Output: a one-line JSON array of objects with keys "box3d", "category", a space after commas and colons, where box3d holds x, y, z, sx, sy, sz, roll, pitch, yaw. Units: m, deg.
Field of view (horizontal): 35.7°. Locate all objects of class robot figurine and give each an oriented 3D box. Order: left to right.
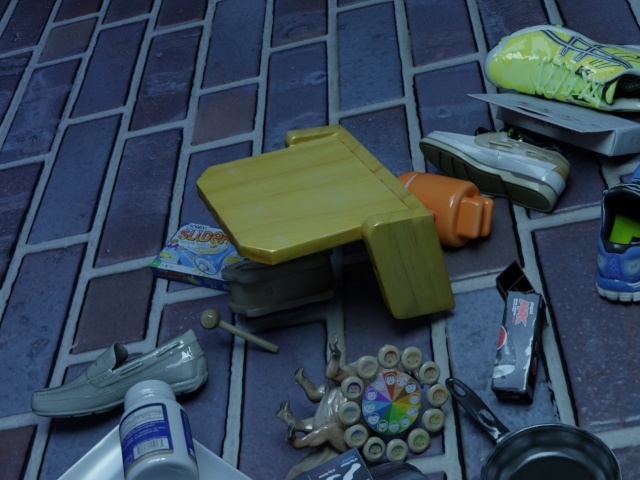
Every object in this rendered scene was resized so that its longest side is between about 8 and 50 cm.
[{"box3d": [0.214, -0.060, 1.861, 0.219, 0.128, 0.158, 15, 53, 33], "category": "robot figurine"}]

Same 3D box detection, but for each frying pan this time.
[{"box3d": [0.276, 0.330, 1.444, 0.326, 0.053, 0.197, 16, 51, 38], "category": "frying pan"}]

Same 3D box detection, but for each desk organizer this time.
[{"box3d": [0.340, 0.094, 1.689, 0.047, 0.050, 0.130, -20, 39, -1], "category": "desk organizer"}]

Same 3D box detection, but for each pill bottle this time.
[{"box3d": [-0.257, 0.312, 1.552, 0.112, 0.112, 0.187, -20, 39, -1], "category": "pill bottle"}]

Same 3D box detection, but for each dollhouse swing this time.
[{"box3d": [0.000, 0.000, 1.727, 0.304, 0.315, 0.347, -28, 40, -10], "category": "dollhouse swing"}]

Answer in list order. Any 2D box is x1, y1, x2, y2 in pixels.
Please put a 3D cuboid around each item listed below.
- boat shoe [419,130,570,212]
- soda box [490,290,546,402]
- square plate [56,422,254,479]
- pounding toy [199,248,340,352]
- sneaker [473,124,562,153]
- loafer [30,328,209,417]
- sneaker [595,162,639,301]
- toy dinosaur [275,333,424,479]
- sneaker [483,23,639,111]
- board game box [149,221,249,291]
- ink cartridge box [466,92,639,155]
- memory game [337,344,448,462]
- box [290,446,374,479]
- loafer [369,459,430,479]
[{"box3d": [0.337, -0.154, 1.922, 0.302, 0.113, 0.103, 27, 70, 28], "category": "boat shoe"}, {"box3d": [0.314, 0.167, 1.571, 0.060, 0.053, 0.169, 3, 64, 25], "category": "soda box"}, {"box3d": [-0.296, 0.448, 1.537, 0.344, 0.049, 0.347, 24, 55, 41], "category": "square plate"}, {"box3d": [-0.092, 0.112, 1.828, 0.269, 0.155, 0.154, -13, 10, -8], "category": "pounding toy"}, {"box3d": [0.386, -0.187, 1.973, 0.188, 0.078, 0.067, 14, 47, 32], "category": "sneaker"}, {"box3d": [-0.356, 0.234, 1.740, 0.319, 0.112, 0.112, -14, 3, 0], "category": "loafer"}, {"box3d": [0.556, -0.052, 1.697, 0.129, 0.147, 0.330, 7, 46, 29], "category": "sneaker"}, {"box3d": [0.051, 0.276, 1.556, 0.296, 0.200, 0.127, -64, 15, -15], "category": "toy dinosaur"}, {"box3d": [0.517, -0.335, 1.962, 0.384, 0.145, 0.147, 4, 29, 3], "category": "sneaker"}, {"box3d": [-0.226, 0.031, 1.999, 0.201, 0.035, 0.136, 9, 47, 29], "category": "board game box"}, {"box3d": [0.453, -0.226, 1.919, 0.238, 0.060, 0.275, -11, 28, -42], "category": "ink cartridge box"}, {"box3d": [0.112, 0.249, 1.509, 0.186, 0.186, 0.012, -31, 14, -14], "category": "memory game"}, {"box3d": [0.032, 0.421, 1.280, 0.163, 0.247, 0.142, -26, 39, -8], "category": "box"}, {"box3d": [0.017, 0.405, 1.438, 0.302, 0.109, 0.095, -20, 20, -10], "category": "loafer"}]
